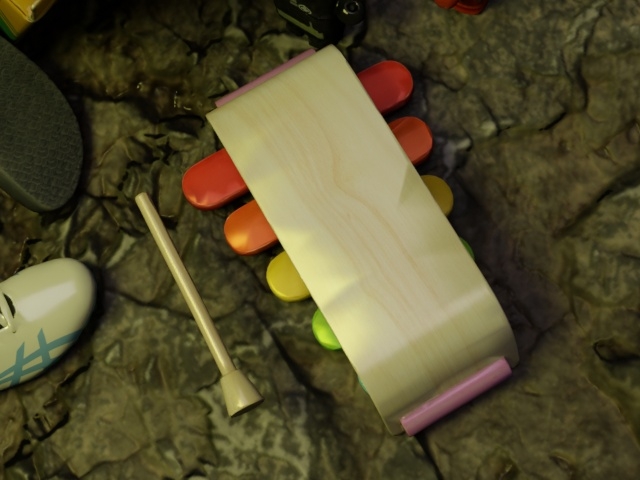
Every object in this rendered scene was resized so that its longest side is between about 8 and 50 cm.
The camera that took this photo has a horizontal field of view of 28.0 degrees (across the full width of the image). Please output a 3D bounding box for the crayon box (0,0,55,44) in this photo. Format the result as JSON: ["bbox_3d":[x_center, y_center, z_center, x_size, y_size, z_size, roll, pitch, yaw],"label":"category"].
[{"bbox_3d":[-0.179,-0.250,0.950,0.081,0.318,0.202,45,81,-16],"label":"crayon box"}]

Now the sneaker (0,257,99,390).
[{"bbox_3d":[-0.282,0.081,0.988,0.237,0.086,0.085,-26,72,-3],"label":"sneaker"}]

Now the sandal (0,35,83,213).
[{"bbox_3d":[-0.284,-0.129,1.025,0.254,0.054,0.097,51,47,-11],"label":"sandal"}]

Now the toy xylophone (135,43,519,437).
[{"bbox_3d":[0.000,0.000,0.982,0.236,0.081,0.322,-22,73,-1],"label":"toy xylophone"}]

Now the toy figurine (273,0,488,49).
[{"bbox_3d":[0.041,-0.276,1.020,0.213,0.148,0.209,-11,74,3],"label":"toy figurine"}]
